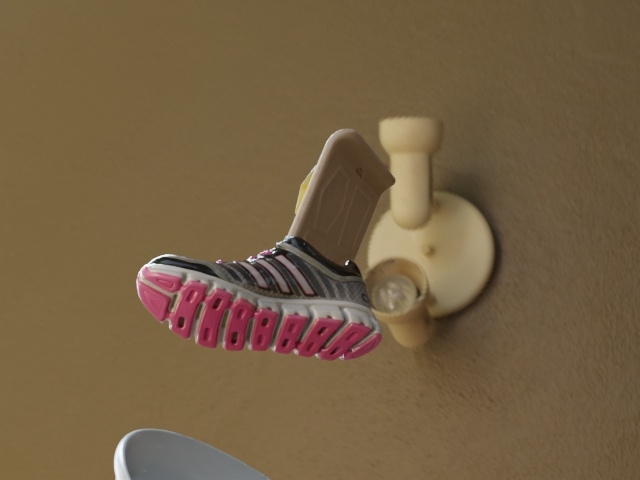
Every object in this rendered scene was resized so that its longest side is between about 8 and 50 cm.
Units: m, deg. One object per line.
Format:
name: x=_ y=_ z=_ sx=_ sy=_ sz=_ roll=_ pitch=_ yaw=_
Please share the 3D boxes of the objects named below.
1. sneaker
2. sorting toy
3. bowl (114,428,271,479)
sneaker: x=-0.040 y=0.032 z=0.696 sx=0.170 sy=0.063 sz=0.075 roll=11 pitch=-134 yaw=-12
sorting toy: x=0.000 y=0.000 z=1.037 sx=0.038 sy=0.193 sz=0.208 roll=25 pitch=-94 yaw=21
bowl: x=-0.053 y=0.273 z=0.691 sx=0.298 sy=0.298 sz=0.134 roll=38 pitch=-87 yaw=27
